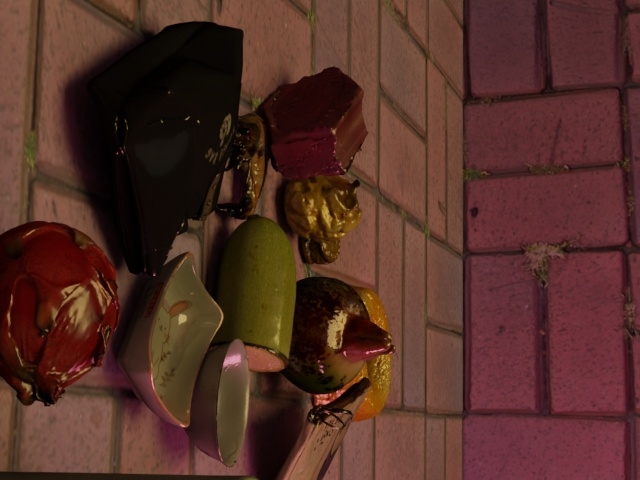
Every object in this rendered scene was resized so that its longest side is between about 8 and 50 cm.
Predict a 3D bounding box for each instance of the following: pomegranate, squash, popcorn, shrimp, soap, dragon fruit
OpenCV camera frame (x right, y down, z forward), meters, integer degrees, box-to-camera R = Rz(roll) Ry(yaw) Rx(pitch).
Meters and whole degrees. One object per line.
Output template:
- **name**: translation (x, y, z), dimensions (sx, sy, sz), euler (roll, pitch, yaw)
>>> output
- **pomegranate**: translation (0.023, 0.169, 2.120), dimensions (0.214, 0.248, 0.214), euler (-8, 101, -50)
- **squash**: translation (-0.101, 0.076, 1.927), dimensions (0.132, 0.132, 0.247), euler (53, 40, -60)
- **popcorn**: translation (0.002, -0.066, 2.257), dimensions (0.148, 0.152, 0.167), euler (44, 26, 7)
- **shrimp**: translation (-0.135, -0.116, 1.968), dimensions (0.289, 0.075, 0.178), euler (-58, 146, -81)
- **soap**: translation (-0.006, -0.214, 2.173), dimensions (0.289, 0.182, 0.112), euler (-59, 145, -55)
- **dragon fruit**: translation (-0.294, 0.068, 1.289), dimensions (0.209, 0.172, 0.172), euler (-94, 168, -46)

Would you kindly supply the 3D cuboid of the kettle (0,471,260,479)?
- **kettle**: translation (-0.212, 0.328, 1.273), dimensions (0.265, 0.318, 0.205), euler (-65, 147, -56)

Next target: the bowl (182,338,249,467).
- **bowl**: translation (-0.166, 0.237, 1.777), dimensions (0.189, 0.086, 0.189), euler (1, 90, -79)

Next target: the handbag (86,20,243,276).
- **handbag**: translation (-0.200, -0.124, 1.656), dimensions (0.342, 0.152, 0.288), euler (-56, 152, -59)

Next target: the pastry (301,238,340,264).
- **pastry**: translation (0.000, 0.000, 2.360), dimensions (0.109, 0.057, 0.097), euler (-34, 118, -70)

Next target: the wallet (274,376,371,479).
- **wallet**: translation (-0.003, 0.375, 2.143), dimensions (0.275, 0.068, 0.335), euler (-61, 168, 13)

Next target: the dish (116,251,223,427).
- **dish**: translation (-0.215, 0.136, 1.669), dimensions (0.151, 0.077, 0.212), euler (68, 27, -43)

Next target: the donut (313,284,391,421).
- **donut**: translation (0.069, 0.233, 2.467), dimensions (0.303, 0.110, 0.303), euler (-3, 90, -71)
